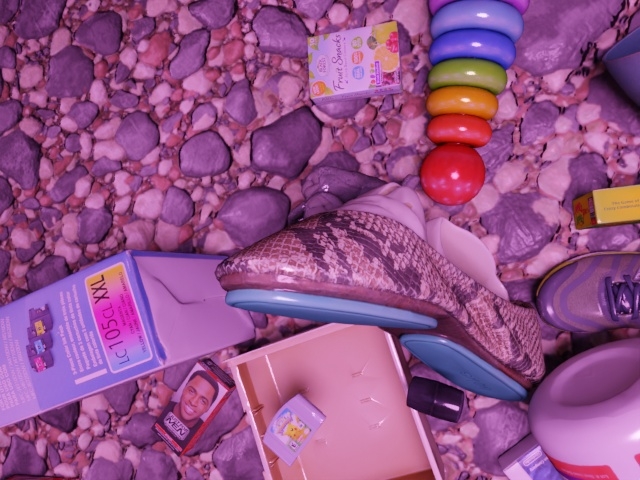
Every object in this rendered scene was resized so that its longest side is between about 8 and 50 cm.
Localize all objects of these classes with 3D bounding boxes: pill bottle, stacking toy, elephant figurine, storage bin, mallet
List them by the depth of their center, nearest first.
[{"bbox_3d":[0.379,0.276,0.464,0.181,0.181,0.323,-34,86,11],"label":"pill bottle"},{"bbox_3d":[0.160,0.201,0.574,0.062,0.189,0.039,11,78,28],"label":"mallet"},{"bbox_3d":[0.201,-0.213,0.629,0.141,0.141,0.331,9,97,15],"label":"stacking toy"},{"bbox_3d":[0.016,0.255,0.645,0.260,0.123,0.262,-21,83,13],"label":"storage bin"},{"bbox_3d":[0.000,0.000,0.658,0.185,0.239,0.170,17,63,-20],"label":"elephant figurine"}]

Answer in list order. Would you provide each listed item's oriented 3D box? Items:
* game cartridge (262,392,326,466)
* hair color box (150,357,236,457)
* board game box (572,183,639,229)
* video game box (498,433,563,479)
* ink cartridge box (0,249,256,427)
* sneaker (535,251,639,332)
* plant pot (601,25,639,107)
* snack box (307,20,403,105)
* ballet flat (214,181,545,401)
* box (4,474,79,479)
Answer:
[{"bbox_3d":[-0.037,0.245,0.589,0.056,0.017,0.083,36,97,17],"label":"game cartridge"},{"bbox_3d":[-0.207,0.273,0.743,0.072,0.043,0.141,37,96,14],"label":"hair color box"},{"bbox_3d":[0.430,-0.048,0.567,0.181,0.092,0.043,-7,84,14],"label":"board game box"},{"bbox_3d":[0.378,0.309,0.587,0.205,0.048,0.187,-43,81,9],"label":"video game box"},{"bbox_3d":[-0.337,0.154,0.666,0.395,0.270,0.151,-24,80,12],"label":"ink cartridge box"},{"bbox_3d":[0.423,0.057,0.548,0.299,0.121,0.111,-12,84,14],"label":"sneaker"},{"bbox_3d":[0.499,-0.196,0.480,0.290,0.290,0.195,-32,99,11],"label":"plant pot"},{"bbox_3d":[0.053,-0.274,0.705,0.141,0.037,0.100,-4,85,15],"label":"snack box"},{"bbox_3d":[0.106,0.048,0.499,0.164,0.482,0.182,-9,61,46],"label":"ballet flat"},{"bbox_3d":[-0.508,0.576,0.756,0.154,0.142,0.300,-6,86,14],"label":"box"}]
